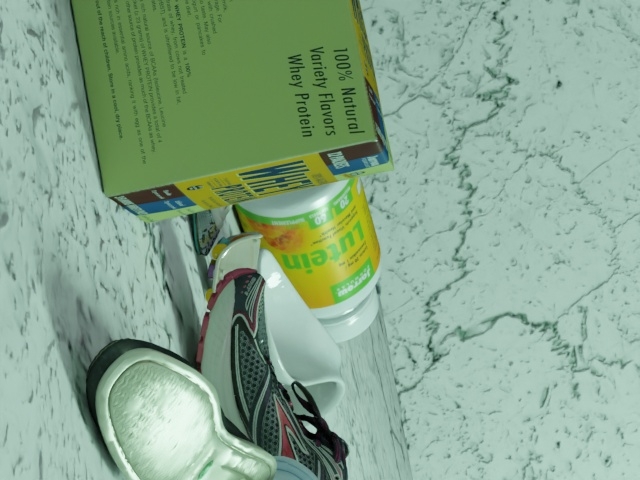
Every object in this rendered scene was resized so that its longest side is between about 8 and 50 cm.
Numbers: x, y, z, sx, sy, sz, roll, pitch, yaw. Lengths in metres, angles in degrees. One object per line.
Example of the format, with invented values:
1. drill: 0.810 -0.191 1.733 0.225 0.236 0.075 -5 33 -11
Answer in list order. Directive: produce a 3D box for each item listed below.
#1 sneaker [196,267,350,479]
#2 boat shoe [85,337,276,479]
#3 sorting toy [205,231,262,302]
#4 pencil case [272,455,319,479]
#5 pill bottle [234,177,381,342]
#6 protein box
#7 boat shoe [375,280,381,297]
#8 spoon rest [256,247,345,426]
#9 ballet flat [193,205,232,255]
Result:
1. sneaker: -0.033 0.168 1.574 0.121 0.112 0.299 -4 82 -84
2. boat shoe: -0.106 0.123 1.244 0.079 0.084 0.233 38 -9 30
3. sorting toy: -0.085 0.028 1.714 0.075 0.045 0.083 -142 -120 -76
4. pencil case: -0.023 0.284 1.419 0.124 0.114 0.273 -96 173 -45
5. pill bottle: -0.009 -0.003 2.033 0.245 0.136 0.136 72 8 -45
6. protein box: -0.066 -0.136 1.409 0.136 0.201 0.199 44 34 -79
7. boat shoe: 0.001 0.003 2.281 0.320 0.103 0.118 69 10 -58
8. spoon rest: -0.029 0.107 1.887 0.276 0.084 0.137 70 10 -60
9. ballet flat: -0.100 -0.043 1.703 0.041 0.041 0.114 64 15 -68
